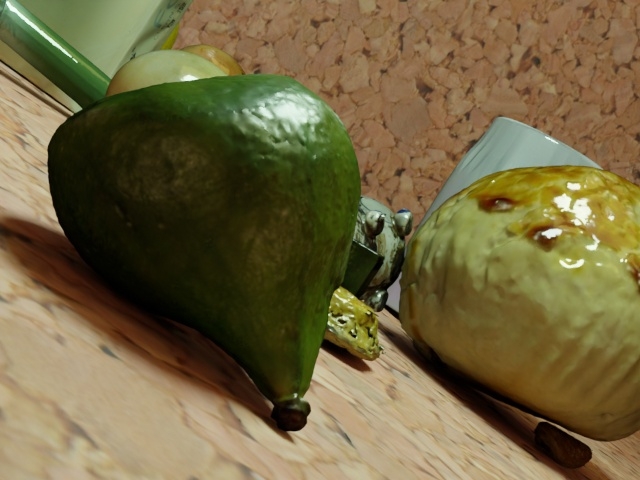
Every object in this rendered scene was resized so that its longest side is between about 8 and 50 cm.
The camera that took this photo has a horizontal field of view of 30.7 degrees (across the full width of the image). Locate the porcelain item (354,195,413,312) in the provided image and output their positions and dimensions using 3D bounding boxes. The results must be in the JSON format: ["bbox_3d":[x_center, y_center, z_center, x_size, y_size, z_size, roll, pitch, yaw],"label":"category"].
[{"bbox_3d":[0.000,0.000,1.448,0.186,0.137,0.288,19,4,18],"label":"porcelain item"}]

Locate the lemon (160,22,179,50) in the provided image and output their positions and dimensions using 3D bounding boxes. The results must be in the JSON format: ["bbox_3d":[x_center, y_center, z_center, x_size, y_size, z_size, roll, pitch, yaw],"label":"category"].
[{"bbox_3d":[-0.345,-0.344,1.817,0.240,0.240,0.219,35,-35,-11],"label":"lemon"}]

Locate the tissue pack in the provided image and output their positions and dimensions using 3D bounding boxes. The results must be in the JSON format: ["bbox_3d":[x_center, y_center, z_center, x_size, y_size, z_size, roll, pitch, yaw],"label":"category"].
[{"bbox_3d":[-0.318,-0.414,1.560,0.332,0.405,0.205,35,8,1],"label":"tissue pack"}]

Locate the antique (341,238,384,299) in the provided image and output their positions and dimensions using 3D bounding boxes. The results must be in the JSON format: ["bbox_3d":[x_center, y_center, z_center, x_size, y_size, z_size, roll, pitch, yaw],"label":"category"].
[{"bbox_3d":[-0.045,-0.007,1.265,0.221,0.081,0.080,32,0,8],"label":"antique"}]

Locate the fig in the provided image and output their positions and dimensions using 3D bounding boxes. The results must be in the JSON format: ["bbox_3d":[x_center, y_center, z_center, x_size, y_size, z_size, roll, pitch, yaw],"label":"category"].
[{"bbox_3d":[-0.061,0.013,0.766,0.203,0.203,0.235,14,60,-79],"label":"fig"}]

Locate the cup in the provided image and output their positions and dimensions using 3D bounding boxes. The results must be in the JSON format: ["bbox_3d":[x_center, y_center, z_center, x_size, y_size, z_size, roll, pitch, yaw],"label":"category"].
[{"bbox_3d":[0.273,0.011,1.842,0.253,0.371,0.253,28,2,-1],"label":"cup"}]

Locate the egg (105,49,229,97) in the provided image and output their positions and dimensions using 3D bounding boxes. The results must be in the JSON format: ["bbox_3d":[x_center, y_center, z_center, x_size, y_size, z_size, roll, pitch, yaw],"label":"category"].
[{"bbox_3d":[-0.163,-0.138,1.366,0.201,0.164,0.164,33,5,-44],"label":"egg"}]

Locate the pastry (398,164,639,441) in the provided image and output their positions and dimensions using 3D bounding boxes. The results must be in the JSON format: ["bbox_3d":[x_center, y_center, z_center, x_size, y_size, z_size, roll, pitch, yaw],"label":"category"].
[{"bbox_3d":[0.300,0.065,1.480,0.389,0.312,0.388,29,-7,4],"label":"pastry"}]

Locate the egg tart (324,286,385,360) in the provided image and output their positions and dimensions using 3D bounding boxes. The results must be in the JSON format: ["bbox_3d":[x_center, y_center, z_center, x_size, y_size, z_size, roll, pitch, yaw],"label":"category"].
[{"bbox_3d":[0.015,0.074,1.148,0.130,0.052,0.130,34,1,-1],"label":"egg tart"}]

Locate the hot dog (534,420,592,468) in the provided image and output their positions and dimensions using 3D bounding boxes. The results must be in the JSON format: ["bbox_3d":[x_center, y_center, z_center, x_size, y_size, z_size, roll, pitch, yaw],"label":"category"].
[{"bbox_3d":[0.300,0.256,1.455,0.083,0.035,0.058,30,6,-28],"label":"hot dog"}]

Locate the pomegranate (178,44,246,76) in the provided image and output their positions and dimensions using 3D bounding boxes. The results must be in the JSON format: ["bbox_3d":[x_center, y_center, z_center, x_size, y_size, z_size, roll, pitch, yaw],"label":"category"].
[{"bbox_3d":[-0.209,-0.250,2.052,0.191,0.191,0.191,35,4,-3],"label":"pomegranate"}]

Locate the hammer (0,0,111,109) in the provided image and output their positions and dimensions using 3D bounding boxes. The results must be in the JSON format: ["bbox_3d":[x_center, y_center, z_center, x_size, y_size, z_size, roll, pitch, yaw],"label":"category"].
[{"bbox_3d":[-0.350,-0.234,1.390,0.335,0.119,0.206,41,2,-24],"label":"hammer"}]
